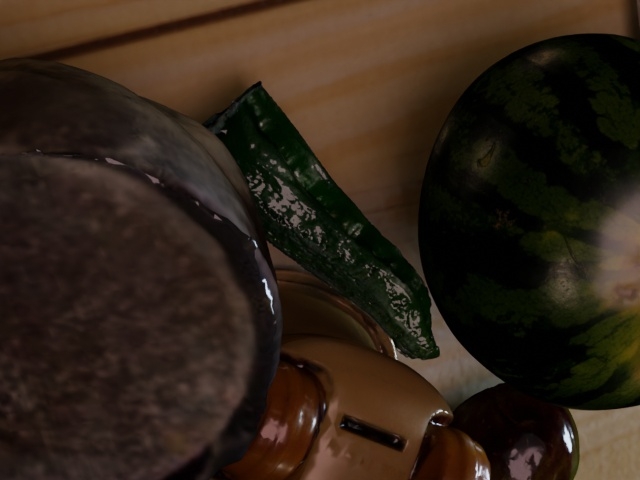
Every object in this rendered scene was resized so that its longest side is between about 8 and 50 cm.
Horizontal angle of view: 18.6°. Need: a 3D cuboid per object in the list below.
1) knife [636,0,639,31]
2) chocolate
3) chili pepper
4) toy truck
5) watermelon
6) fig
[{"bbox_3d":[0.252,-0.178,1.455,0.046,0.022,0.256,-21,110,-34],"label":"knife"},{"bbox_3d":[-0.174,0.008,1.240,0.303,0.213,0.303,-1,127,-2],"label":"chocolate"},{"bbox_3d":[0.000,0.000,1.338,0.088,0.059,0.227,-42,89,-6],"label":"chili pepper"},{"bbox_3d":[-0.021,0.177,1.353,0.204,0.211,0.288,23,93,-25],"label":"toy truck"},{"bbox_3d":[0.196,-0.010,1.362,0.269,0.269,0.269,-6,107,-20],"label":"watermelon"},{"bbox_3d":[0.145,0.185,1.478,0.109,0.103,0.154,-9,101,5],"label":"fig"}]
